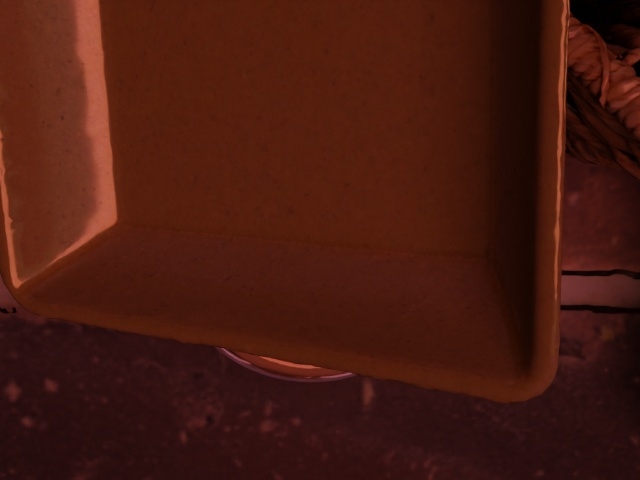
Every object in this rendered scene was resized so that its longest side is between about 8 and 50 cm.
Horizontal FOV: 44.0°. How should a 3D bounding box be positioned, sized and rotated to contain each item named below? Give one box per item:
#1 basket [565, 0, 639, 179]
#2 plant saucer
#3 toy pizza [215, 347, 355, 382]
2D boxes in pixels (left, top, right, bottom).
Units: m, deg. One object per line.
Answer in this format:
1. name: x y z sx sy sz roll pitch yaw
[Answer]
1. basket: 0.213 -0.194 0.405 0.299 0.223 0.213 -36 104 2
2. plant saucer: -0.035 -0.114 0.395 0.333 0.081 0.332 6 104 31
3. toy pizza: 0.000 0.000 0.512 0.201 0.032 0.201 -2 102 -8
